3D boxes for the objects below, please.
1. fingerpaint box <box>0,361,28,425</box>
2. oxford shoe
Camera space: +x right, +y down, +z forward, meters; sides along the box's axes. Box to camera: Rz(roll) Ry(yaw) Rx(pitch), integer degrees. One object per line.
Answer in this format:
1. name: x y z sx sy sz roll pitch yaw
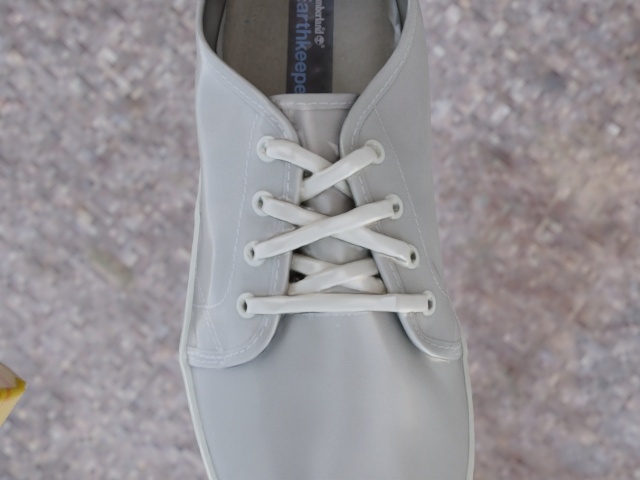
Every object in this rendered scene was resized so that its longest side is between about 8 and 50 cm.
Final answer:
1. fingerpaint box: -0.335 -0.020 0.603 0.444 0.163 0.371 36 178 2
2. oxford shoe: 0.000 0.000 1.091 0.169 0.449 0.130 -3 170 -3
